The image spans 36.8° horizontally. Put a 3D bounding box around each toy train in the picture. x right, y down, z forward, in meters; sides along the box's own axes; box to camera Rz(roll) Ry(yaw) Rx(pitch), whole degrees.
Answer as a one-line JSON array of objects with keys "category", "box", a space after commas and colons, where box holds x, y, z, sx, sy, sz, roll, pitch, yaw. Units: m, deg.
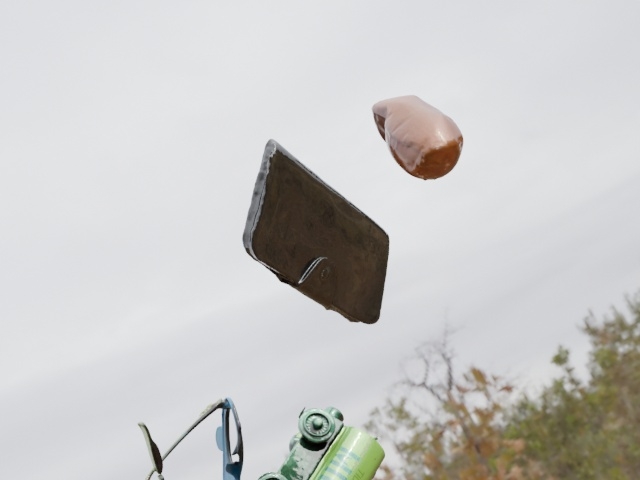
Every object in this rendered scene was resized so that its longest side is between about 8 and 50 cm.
[{"category": "toy train", "box": [-0.004, 0.366, 1.439, 0.253, 0.157, 0.105, -50, -15, -42]}]

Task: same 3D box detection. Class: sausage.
[{"category": "sausage", "box": [0.123, -0.134, 1.236, 0.089, 0.179, 0.089, -10, -58, -17]}]

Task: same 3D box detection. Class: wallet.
[{"category": "wallet", "box": [0.000, 0.000, 1.564, 0.051, 0.197, 0.377, -3, -25, 34]}]

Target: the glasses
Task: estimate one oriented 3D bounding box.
[{"category": "glasses", "box": [-0.167, 0.325, 1.293, 0.102, 0.239, 0.207, -22, -26, 33]}]
